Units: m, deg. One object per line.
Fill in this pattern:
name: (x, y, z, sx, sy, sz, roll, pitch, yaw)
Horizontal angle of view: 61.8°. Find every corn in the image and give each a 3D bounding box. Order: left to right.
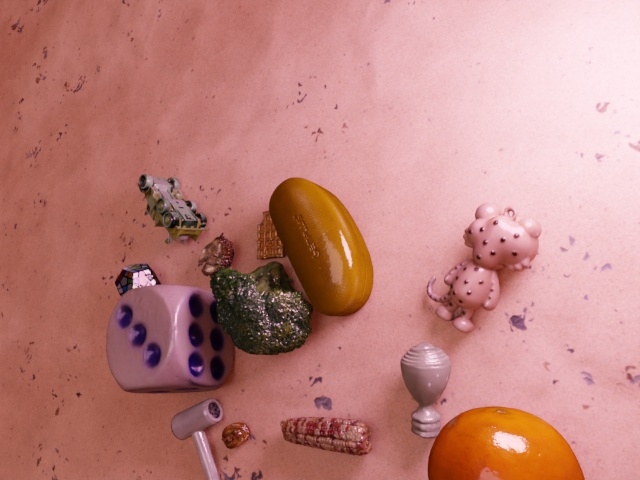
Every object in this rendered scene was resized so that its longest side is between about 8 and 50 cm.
corn: (0.009, 0.447, 1.230, 0.237, 0.079, 0.079, -8, 76, 30)

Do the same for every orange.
orange: (0.322, 0.416, 0.944, 0.261, 0.261, 0.260, -7, 76, 30)

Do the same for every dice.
dice: (-0.394, 0.267, 1.417, 0.251, 0.243, 0.259, -13, 70, 29)

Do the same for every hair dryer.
hair dryer: (-0.300, 0.548, 1.399, 0.131, 0.073, 0.236, -30, 68, 21)

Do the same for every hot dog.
hot dog: (-0.222, 0.503, 1.379, 0.083, 0.035, 0.058, -32, 68, 21)

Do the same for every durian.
durian: (-0.280, 0.037, 1.495, 0.110, 0.071, 0.140, 45, 116, 35)

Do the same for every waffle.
waffle: (-0.133, -0.017, 1.448, 0.092, 0.021, 0.134, -8, 75, 29)

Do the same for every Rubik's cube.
Rubik's cube: (-0.550, 0.132, 1.611, 0.133, 0.133, 0.111, -27, 39, 23)

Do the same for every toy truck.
toy truck: (-0.463, -0.087, 1.606, 0.259, 0.128, 0.135, 51, 120, 28)

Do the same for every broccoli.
broccoli: (-0.142, 0.165, 1.317, 0.269, 0.261, 0.241, -16, 33, 24)

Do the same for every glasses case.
glasses case: (0.000, 0.000, 1.295, 0.173, 0.141, 0.371, -36, 64, 19)

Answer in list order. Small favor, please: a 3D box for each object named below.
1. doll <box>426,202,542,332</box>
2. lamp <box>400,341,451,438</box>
doll: (0.333, 0.054, 1.109, 0.154, 0.119, 0.278, 44, 112, 31)
lamp: (0.220, 0.311, 1.125, 0.106, 0.106, 0.192, 1, 90, 31)
